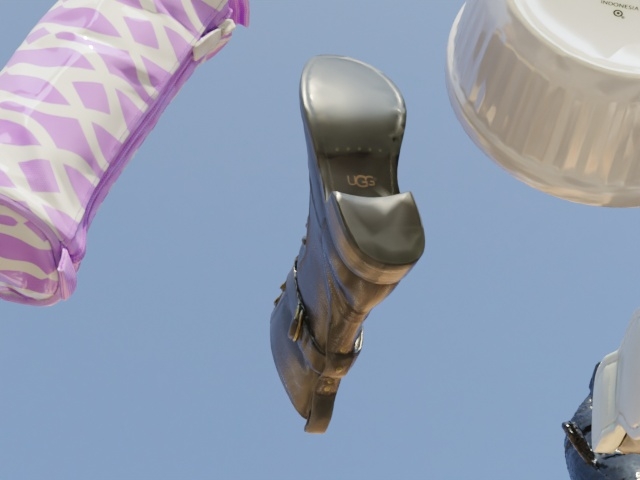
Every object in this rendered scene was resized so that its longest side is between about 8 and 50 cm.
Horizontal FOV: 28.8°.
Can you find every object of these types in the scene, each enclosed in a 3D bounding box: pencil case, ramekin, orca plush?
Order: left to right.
[{"bbox_3d":[-0.111,-0.063,0.607,0.088,0.206,0.086,21,-35,9],"label":"pencil case"},{"bbox_3d":[0.325,0.223,1.426,0.151,0.287,0.102,-36,-69,25],"label":"orca plush"},{"bbox_3d":[0.240,-0.170,1.011,0.272,0.273,0.127,-5,-32,-4],"label":"ramekin"}]

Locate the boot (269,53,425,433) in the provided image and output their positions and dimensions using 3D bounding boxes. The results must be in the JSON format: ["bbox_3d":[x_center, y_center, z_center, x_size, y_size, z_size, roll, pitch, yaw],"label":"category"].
[{"bbox_3d":[0.000,0.000,1.048,0.091,0.263,0.229,7,-40,-17],"label":"boot"}]

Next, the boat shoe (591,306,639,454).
[{"bbox_3d":[0.298,0.127,1.062,0.091,0.305,0.109,6,-107,4],"label":"boat shoe"}]
